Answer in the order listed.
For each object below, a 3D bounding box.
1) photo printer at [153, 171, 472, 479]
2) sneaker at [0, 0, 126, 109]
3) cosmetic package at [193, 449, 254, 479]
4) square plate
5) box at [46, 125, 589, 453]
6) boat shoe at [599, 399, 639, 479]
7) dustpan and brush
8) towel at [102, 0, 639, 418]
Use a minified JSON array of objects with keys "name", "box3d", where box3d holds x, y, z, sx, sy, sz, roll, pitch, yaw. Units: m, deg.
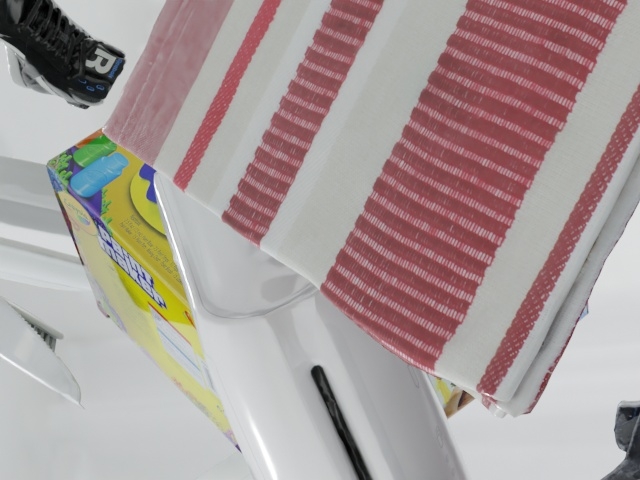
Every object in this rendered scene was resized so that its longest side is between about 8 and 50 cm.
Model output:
[{"name":"photo printer","box3d":[0.003,0.085,1.090,0.307,0.107,0.256,-118,5,-68]},{"name":"sneaker","box3d":[-0.250,-0.200,1.857,0.217,0.121,0.079,80,-149,-70]},{"name":"cosmetic package","box3d":[-0.004,0.290,1.545,0.377,0.284,0.097,-22,-49,-70]},{"name":"square plate","box3d":[-0.308,-0.023,1.823,0.344,0.347,0.049,-69,-9,-78]},{"name":"box","box3d":[0.000,0.000,1.440,0.290,0.279,0.177,40,156,37]},{"name":"boat shoe","box3d":[0.181,0.112,0.906,0.102,0.301,0.108,59,-163,19]},{"name":"dustpan and brush","box3d":[-0.269,0.046,1.511,0.060,0.211,0.147,-57,17,-8]},{"name":"towel","box3d":[0.039,-0.093,0.802,0.037,0.329,0.237,21,-81,-38]}]
